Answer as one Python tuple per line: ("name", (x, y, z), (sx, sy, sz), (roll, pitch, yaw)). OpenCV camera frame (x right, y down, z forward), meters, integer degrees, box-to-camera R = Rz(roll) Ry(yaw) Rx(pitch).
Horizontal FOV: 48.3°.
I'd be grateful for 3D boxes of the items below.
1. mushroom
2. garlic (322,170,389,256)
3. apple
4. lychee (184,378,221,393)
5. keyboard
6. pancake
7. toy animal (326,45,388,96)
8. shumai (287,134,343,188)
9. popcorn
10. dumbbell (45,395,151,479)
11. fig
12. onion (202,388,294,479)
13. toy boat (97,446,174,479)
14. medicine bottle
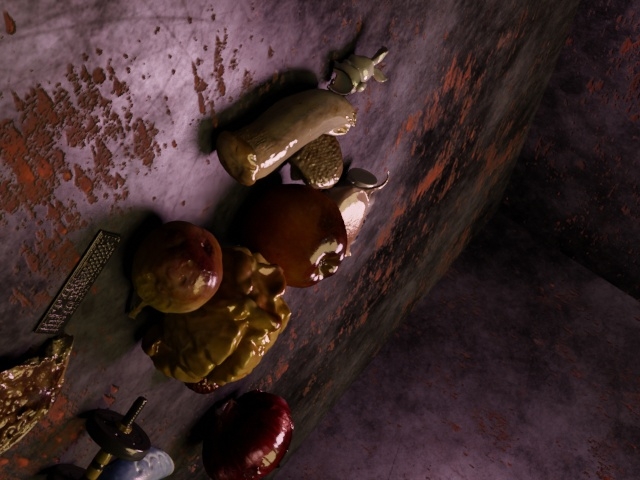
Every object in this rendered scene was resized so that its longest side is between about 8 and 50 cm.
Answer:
("mushroom", (-0.055, -0.209, 1.344), (0.351, 0.095, 0.122), (-31, 125, -41))
("garlic", (0.051, -0.077, 1.755), (0.148, 0.128, 0.266), (-16, 148, -49))
("apple", (-0.052, -0.007, 1.529), (0.230, 0.230, 0.230), (-46, 160, -23))
("lychee", (-0.273, 0.298, 1.673), (0.123, 0.123, 0.129), (-49, 152, -16))
("keyboard", (-0.390, 0.070, 1.158), (0.198, 0.010, 0.063), (-56, 159, 4))
("pancake", (-0.515, 0.274, 1.146), (0.257, 0.056, 0.212), (-17, 133, -49))
("toy animal", (0.076, -0.348, 1.466), (0.124, 0.085, 0.071), (-45, 143, -41))
("shumai", (-0.025, -0.166, 1.497), (0.145, 0.145, 0.116), (-42, -164, -33))
("popcorn", (-0.202, 0.167, 1.407), (0.332, 0.265, 0.225), (-34, 123, 10))
("dumbbell", (-0.454, 0.456, 1.465), (0.325, 0.143, 0.143), (-55, 161, 1))
("fig", (-0.279, 0.075, 1.278), (0.257, 0.159, 0.159), (-43, 170, 34))
("onion", (-0.220, 0.568, 2.084), (0.314, 0.232, 0.314), (-31, -156, 15))
("toy boat", (-0.465, 0.637, 1.790), (0.215, 0.123, 0.330), (-51, 162, -6))
("medicine bottle", (0.077, -0.089, 1.858), (0.107, 0.107, 0.191), (-29, 149, -52))
